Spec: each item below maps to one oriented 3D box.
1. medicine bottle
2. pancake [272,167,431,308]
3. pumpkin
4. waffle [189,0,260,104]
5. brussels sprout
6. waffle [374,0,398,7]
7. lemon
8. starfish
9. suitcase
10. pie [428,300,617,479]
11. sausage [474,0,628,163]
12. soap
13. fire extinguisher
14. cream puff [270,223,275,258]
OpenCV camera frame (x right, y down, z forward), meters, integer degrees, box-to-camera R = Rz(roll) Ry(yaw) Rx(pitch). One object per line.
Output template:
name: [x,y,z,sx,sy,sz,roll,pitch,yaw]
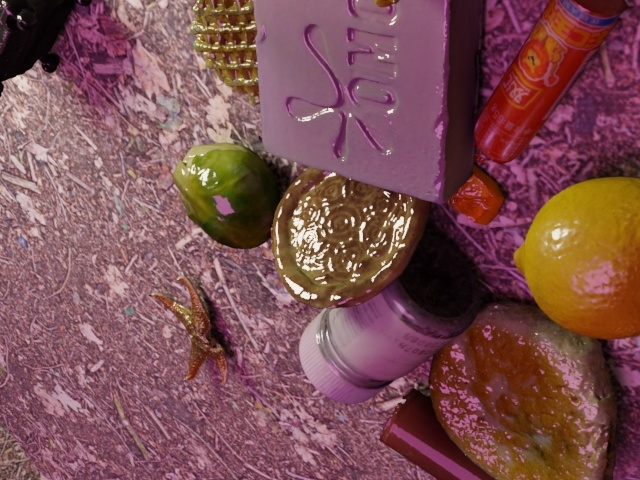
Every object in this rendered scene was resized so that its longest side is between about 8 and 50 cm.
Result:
medicine bottle: [0.093,0.118,1.372,0.165,0.165,0.273,44,138,2]
pancake: [0.033,-0.026,1.290,0.250,0.250,0.031,9,165,37]
pumpkin: [0.192,-0.066,1.242,0.101,0.035,0.073,41,138,10]
waffle: [-0.113,-0.285,1.327,0.169,0.036,0.183,41,140,9]
brussels sprout: [-0.138,-0.072,1.452,0.180,0.144,0.161,40,179,-1]
waffle: [0.121,-0.368,0.951,0.300,0.058,0.282,22,108,19]
lemon: [0.335,0.019,1.073,0.244,0.187,0.187,-6,119,39]
starfish: [-0.248,0.170,1.827,0.138,0.050,0.247,2,117,41]
suitcase: [-0.550,-0.431,1.509,0.335,0.152,0.229,50,139,-1]
pie: [0.287,0.234,1.350,0.323,0.070,0.323,21,124,35]
sausage: [0.243,-0.178,1.074,0.074,0.074,0.274,38,141,10]
soap: [0.055,-0.222,1.168,0.285,0.107,0.296,18,127,31]
fire extinguisher: [0.267,0.348,1.485,0.337,0.106,0.147,30,113,17]
cream puff: [-0.001,-0.002,1.400,0.144,0.126,0.103,23,112,20]
